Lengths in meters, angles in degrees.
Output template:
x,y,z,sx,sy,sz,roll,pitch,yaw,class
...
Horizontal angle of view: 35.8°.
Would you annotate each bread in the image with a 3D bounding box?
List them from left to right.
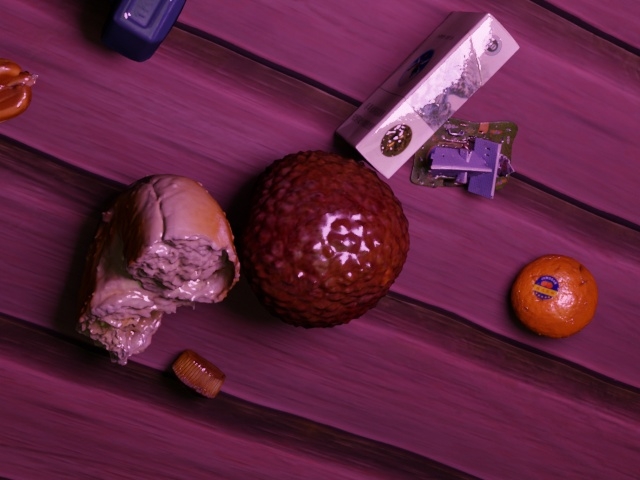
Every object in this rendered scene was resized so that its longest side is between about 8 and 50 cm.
x,y,z,sx,sy,sz,roll,pitch,yaw,class
-0.233,0.020,1.392,0.171,0.192,0.314,13,135,-33,bread
-0.189,0.208,1.510,0.085,0.085,0.053,37,89,-18,bread

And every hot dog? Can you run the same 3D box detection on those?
x,y,z,sx,sy,sz,roll,pitch,yaw,class
-0.495,-0.184,1.348,0.236,0.062,0.092,-18,108,-3,hot dog

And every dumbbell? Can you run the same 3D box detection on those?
x,y,z,sx,sy,sz,roll,pitch,yaw,class
-0.329,-0.372,1.287,0.325,0.160,0.144,28,67,-17,dumbbell

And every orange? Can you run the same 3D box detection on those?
x,y,z,sx,sy,sz,roll,pitch,yaw,class
0.372,0.090,1.571,0.135,0.135,0.117,-51,142,5,orange

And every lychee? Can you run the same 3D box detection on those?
x,y,z,sx,sy,sz,roll,pitch,yaw,class
0.000,0.000,1.395,0.261,0.260,0.260,-3,106,-11,lychee

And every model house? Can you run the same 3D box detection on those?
x,y,z,sx,sy,sz,roll,pitch,yaw,class
0.228,-0.124,1.498,0.167,0.088,0.117,5,105,-13,model house

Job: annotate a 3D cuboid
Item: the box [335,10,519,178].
x,y,z,sx,sy,sz,roll,pitch,yaw,class
0.146,-0.212,1.416,0.256,0.164,0.069,-45,107,3,box
